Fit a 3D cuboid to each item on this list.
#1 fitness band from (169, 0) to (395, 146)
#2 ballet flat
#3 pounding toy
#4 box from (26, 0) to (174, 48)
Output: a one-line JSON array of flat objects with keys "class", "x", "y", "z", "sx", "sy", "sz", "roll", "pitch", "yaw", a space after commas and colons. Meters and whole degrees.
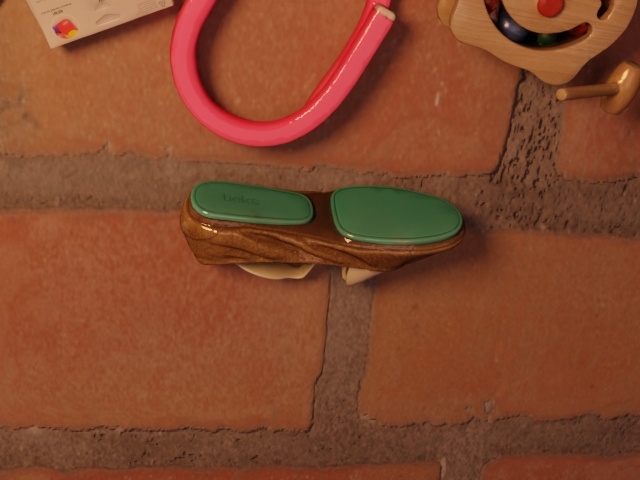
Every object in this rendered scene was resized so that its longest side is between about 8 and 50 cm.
[{"class": "fitness band", "x": -0.042, "y": -0.242, "z": 0.979, "sx": 0.209, "sy": 0.054, "sz": 0.290, "roll": 29, "pitch": 106, "yaw": -19}, {"class": "ballet flat", "x": 0.000, "y": 0.000, "z": 1.073, "sx": 0.343, "sy": 0.116, "sz": 0.124, "roll": 1, "pitch": 134, "yaw": -9}, {"class": "pounding toy", "x": 0.267, "y": -0.251, "z": 0.965, "sx": 0.270, "sy": 0.155, "sz": 0.154, "roll": 20, "pitch": 114, "yaw": -17}, {"class": "box", "x": -0.252, "y": -0.307, "z": 0.901, "sx": 0.145, "sy": 0.038, "sz": 0.186, "roll": -20, "pitch": 129, "yaw": 1}]
